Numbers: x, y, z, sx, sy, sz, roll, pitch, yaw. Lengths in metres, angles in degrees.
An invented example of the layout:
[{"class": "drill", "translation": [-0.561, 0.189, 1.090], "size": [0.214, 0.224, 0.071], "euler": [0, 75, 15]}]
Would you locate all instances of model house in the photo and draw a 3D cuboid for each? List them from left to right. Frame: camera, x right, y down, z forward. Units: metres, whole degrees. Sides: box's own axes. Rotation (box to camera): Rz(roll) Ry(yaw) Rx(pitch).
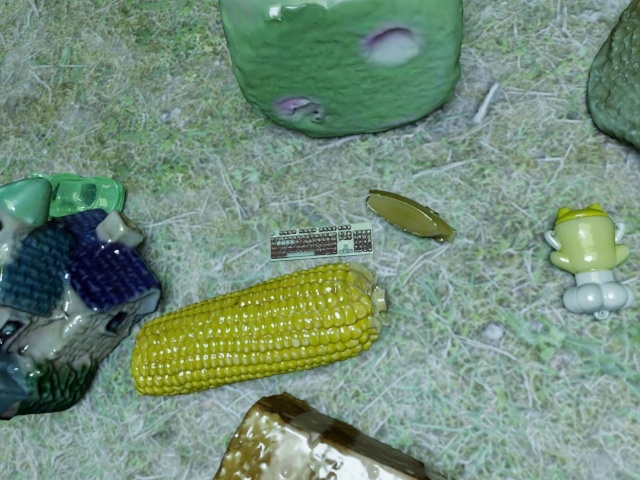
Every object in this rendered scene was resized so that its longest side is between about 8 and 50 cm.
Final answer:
[{"class": "model house", "translation": [-0.392, 0.061, 0.761], "size": [0.243, 0.298, 0.284], "euler": [42, 84, 20]}]

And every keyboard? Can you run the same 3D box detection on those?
[{"class": "keyboard", "translation": [0.000, 0.000, 0.851], "size": [0.166, 0.017, 0.055], "euler": [-5, 71, 10]}]

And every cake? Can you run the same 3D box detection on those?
[{"class": "cake", "translation": [0.019, 0.330, 0.653], "size": [0.293, 0.196, 0.198], "euler": [21, 79, 12]}]

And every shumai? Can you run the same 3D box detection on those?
[{"class": "shumai", "translation": [0.582, -0.225, 0.746], "size": [0.264, 0.304, 0.309], "euler": [11, 69, -21]}]

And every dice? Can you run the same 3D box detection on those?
[{"class": "dice", "translation": [0.031, -0.362, 0.804], "size": [0.331, 0.318, 0.322], "euler": [-6, 70, 9]}]

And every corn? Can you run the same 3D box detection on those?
[{"class": "corn", "translation": [-0.092, 0.129, 0.763], "size": [0.388, 0.144, 0.143], "euler": [-14, 70, 5]}]

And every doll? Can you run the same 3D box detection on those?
[{"class": "doll", "translation": [0.371, 0.029, 0.744], "size": [0.106, 0.062, 0.162], "euler": [-7, 71, 14]}]

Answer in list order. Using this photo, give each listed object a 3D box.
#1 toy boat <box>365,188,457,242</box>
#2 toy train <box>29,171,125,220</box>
[{"class": "toy boat", "translation": [0.136, -0.040, 0.821], "size": [0.149, 0.049, 0.047], "euler": [28, 110, 16]}, {"class": "toy train", "translation": [-0.417, -0.073, 0.926], "size": [0.149, 0.081, 0.099], "euler": [3, 72, 13]}]
